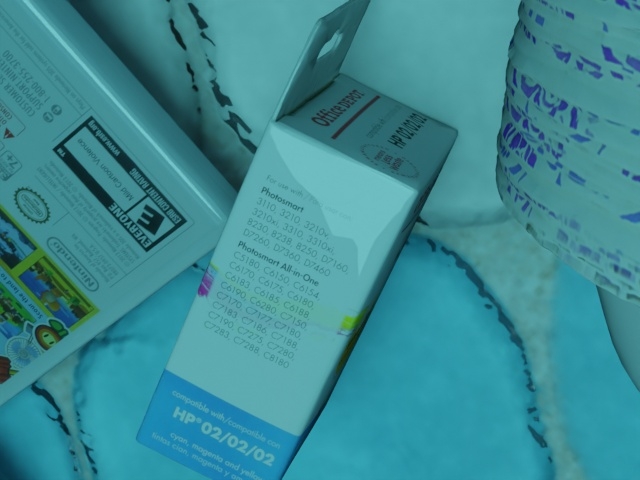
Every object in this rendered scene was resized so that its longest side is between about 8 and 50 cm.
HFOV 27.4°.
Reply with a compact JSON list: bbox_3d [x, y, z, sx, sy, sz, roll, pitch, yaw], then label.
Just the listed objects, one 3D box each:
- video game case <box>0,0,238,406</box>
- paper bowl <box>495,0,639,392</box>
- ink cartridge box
[{"bbox_3d":[-0.176,-0.040,0.571,0.206,0.026,0.227,-35,103,29],"label":"video game case"},{"bbox_3d":[0.192,-0.013,0.373,0.284,0.284,0.148,9,109,12],"label":"paper bowl"},{"bbox_3d":[0.000,0.000,0.522,0.061,0.104,0.181,26,111,5],"label":"ink cartridge box"}]
